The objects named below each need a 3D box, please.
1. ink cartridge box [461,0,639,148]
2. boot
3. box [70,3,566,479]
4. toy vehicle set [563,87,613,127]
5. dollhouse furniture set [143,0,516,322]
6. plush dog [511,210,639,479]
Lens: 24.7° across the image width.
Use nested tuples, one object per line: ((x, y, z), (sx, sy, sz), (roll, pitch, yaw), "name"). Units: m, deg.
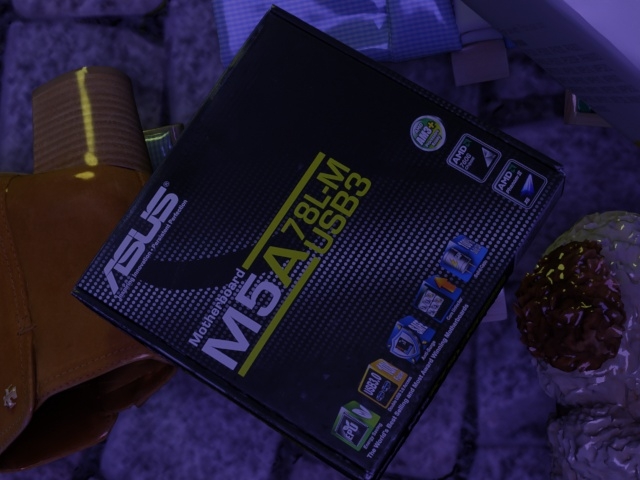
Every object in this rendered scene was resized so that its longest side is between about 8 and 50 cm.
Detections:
((0.297, -0.130, 0.750), (0.385, 0.160, 0.279), (37, 91, -8), "ink cartridge box")
((-0.204, 0.042, 0.885), (0.295, 0.104, 0.211), (-28, 58, 34), "boot")
((0.000, 0.000, 0.754), (0.184, 0.045, 0.190), (32, 80, 13), "box")
((0.237, -0.197, 0.879), (0.166, 0.035, 0.266), (5, 99, 25), "toy vehicle set")
((-0.023, -0.105, 0.869), (0.286, 0.198, 0.303), (-8, 97, 8), "dollhouse furniture set")
((0.196, 0.092, 0.874), (0.211, 0.262, 0.225), (-14, 89, 35), "plush dog")
